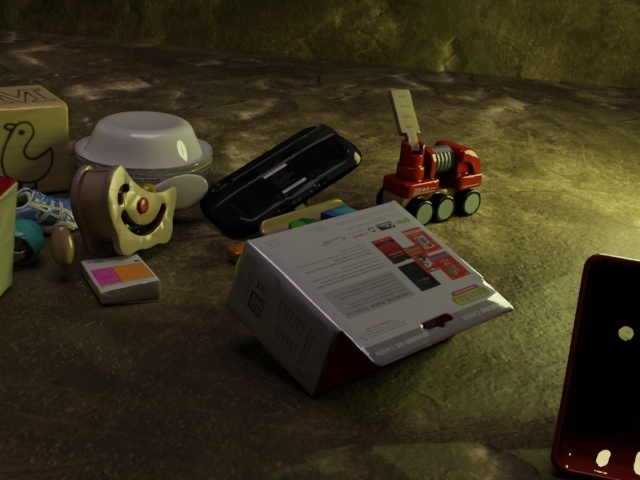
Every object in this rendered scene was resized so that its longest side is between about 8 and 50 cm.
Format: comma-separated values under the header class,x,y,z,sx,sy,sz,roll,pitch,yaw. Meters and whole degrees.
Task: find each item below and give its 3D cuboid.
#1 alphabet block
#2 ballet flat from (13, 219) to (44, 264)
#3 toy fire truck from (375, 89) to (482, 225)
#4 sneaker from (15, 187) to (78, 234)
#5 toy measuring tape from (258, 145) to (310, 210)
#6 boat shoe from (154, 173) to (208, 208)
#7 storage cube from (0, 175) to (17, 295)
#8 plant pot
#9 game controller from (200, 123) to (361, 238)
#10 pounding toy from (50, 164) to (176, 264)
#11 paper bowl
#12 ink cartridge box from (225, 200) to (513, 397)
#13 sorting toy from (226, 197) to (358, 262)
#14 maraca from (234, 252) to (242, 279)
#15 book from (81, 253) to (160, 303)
class,x,y,z,sx,sy,sz,roll,pitch,yaw
alphabet block,-0.636,-0.203,2.012,0.197,0.192,0.193,-10,27,-30
ballet flat,-0.580,0.010,1.621,0.247,0.083,0.087,-4,36,-16
toy fire truck,0.220,-0.178,2.036,0.217,0.246,0.158,-12,27,-37
sneaker,-0.505,-0.054,1.797,0.080,0.081,0.211,17,23,34
toy measuring tape,-0.052,-0.121,2.020,0.121,0.121,0.330,-7,24,-28
boat shoe,-0.306,-0.080,1.896,0.184,0.066,0.063,-28,20,-8
storage cube,-0.574,0.002,1.462,0.193,0.214,0.183,11,20,-1
plant pot,0.445,0.151,1.245,0.268,0.267,0.236,10,9,13
game controller,-0.077,-0.118,1.928,0.319,0.067,0.166,-34,52,-17
pounding toy,-0.379,-0.056,1.700,0.155,0.154,0.269,2,10,23
paper bowl,-0.367,-0.178,2.061,0.284,0.148,0.284,4,22,-2
ink cartridge box,0.073,0.094,1.419,0.310,0.130,0.272,-15,47,-42
sorting toy,0.000,0.000,1.778,0.307,0.041,0.229,-19,36,-38
maraca,-0.069,0.069,1.553,0.127,0.099,0.185,-9,48,-6
book,-0.325,0.060,1.604,0.096,0.035,0.144,-6,22,-24
